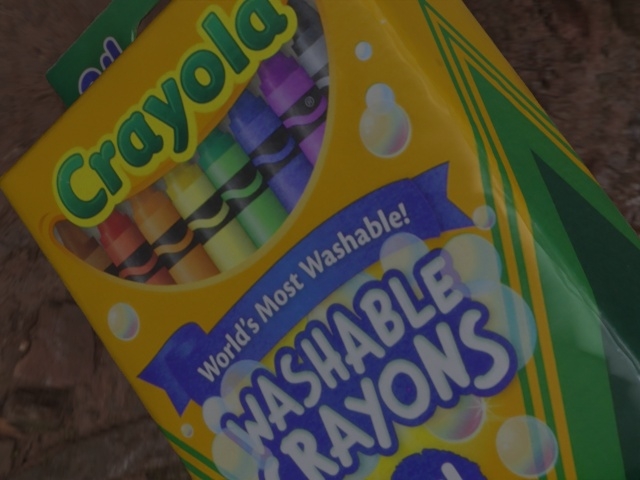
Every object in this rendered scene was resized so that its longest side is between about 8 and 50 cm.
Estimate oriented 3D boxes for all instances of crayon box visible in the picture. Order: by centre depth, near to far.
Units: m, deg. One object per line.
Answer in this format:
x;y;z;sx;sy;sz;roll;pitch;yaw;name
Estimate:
0.000;0.000;0.592;0.203;0.083;0.323;-40;79;30;crayon box
